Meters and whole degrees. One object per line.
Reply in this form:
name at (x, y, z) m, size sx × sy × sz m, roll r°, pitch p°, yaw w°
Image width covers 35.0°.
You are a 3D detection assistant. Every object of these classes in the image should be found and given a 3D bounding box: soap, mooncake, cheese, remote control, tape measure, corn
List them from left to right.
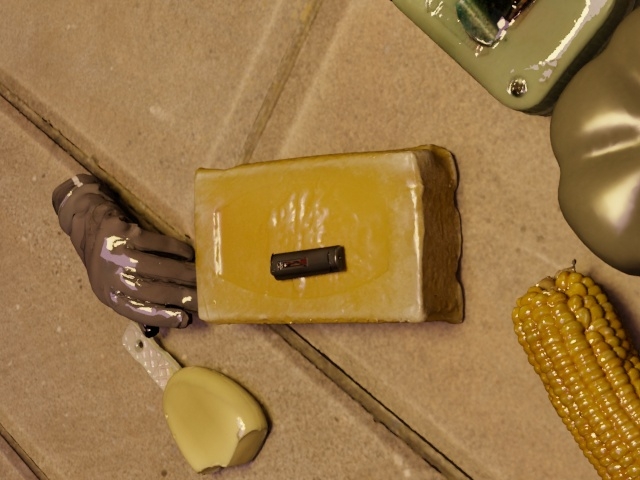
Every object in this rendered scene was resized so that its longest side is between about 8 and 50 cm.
cheese at (-0.174, 0.194, 1.290) m, size 0.255 × 0.050 × 0.127 m, roll 39°, pitch 114°, yaw 30°
remote control at (-0.017, 0.024, 1.086) m, size 0.091 × 0.016 × 0.034 m, roll -9°, pitch 81°, yaw 35°
soap at (0.000, 0.000, 1.137) m, size 0.315 × 0.091 × 0.199 m, roll -2°, pitch 91°, yaw 36°
tape measure at (0.187, -0.256, 0.983) m, size 0.235 × 0.115 × 0.207 m, roll 48°, pitch 119°, yaw 25°
corn at (0.281, 0.169, 0.930) m, size 0.102 × 0.102 × 0.313 m, roll -41°, pitch 68°, yaw 29°
mooncake at (0.328, -0.082, 0.875) m, size 0.275 × 0.135 × 0.275 m, roll -2°, pitch 86°, yaw 34°

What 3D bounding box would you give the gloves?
gloves at (-0.255, 0.023, 1.313) m, size 0.285 × 0.119 × 0.142 m, roll 36°, pitch 132°, yaw 28°
